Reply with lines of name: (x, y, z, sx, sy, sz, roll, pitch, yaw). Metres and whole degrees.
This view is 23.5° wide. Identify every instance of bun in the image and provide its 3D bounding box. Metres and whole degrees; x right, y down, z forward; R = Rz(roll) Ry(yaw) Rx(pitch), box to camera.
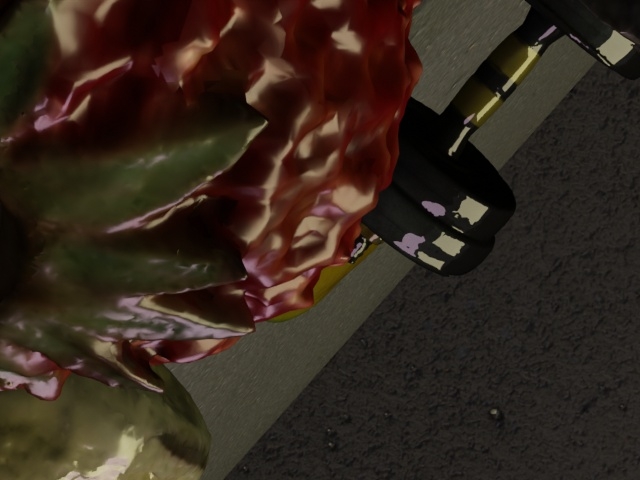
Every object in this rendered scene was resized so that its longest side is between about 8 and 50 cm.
bun: (-0.176, 0.120, 0.901, 0.244, 0.153, 0.244, -26, 161, -9)

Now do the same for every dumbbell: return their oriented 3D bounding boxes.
dumbbell: (0.141, -0.129, 1.233, 0.388, 0.185, 0.185, -48, 172, 17)

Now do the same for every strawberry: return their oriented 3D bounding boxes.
strawberry: (-0.061, -0.083, 0.430, 0.205, 0.205, 0.244, -55, -170, 45)

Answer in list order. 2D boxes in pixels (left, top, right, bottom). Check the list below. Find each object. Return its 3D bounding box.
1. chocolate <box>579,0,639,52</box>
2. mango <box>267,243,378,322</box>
chocolate: (0.306, -0.240, 1.028, 0.303, 0.303, 0.213, -49, 161, 13)
mango: (-0.002, 0.000, 1.455, 0.237, 0.091, 0.137, -51, 166, 25)
